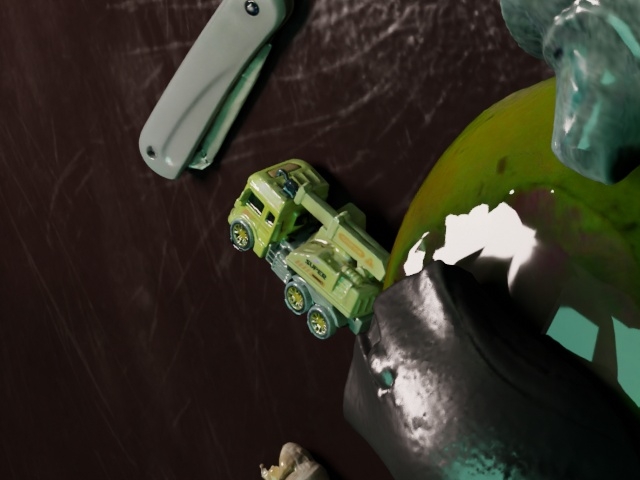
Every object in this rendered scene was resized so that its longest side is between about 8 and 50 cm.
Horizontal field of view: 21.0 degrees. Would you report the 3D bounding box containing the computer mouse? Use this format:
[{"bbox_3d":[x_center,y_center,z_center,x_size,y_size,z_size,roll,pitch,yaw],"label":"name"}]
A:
[{"bbox_3d":[0.098,0.123,1.117,0.264,0.088,0.147,46,122,39],"label":"computer mouse"}]

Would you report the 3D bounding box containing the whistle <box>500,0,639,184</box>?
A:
[{"bbox_3d":[0.239,-0.235,1.050,0.168,0.188,0.405,31,126,36],"label":"whistle"}]

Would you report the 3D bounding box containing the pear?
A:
[{"bbox_3d":[0.170,0.063,1.214,0.399,0.165,0.399,6,98,48],"label":"pear"}]

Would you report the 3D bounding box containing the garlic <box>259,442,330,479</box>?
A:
[{"bbox_3d":[-0.020,0.247,1.625,0.074,0.094,0.113,-17,87,9],"label":"garlic"}]

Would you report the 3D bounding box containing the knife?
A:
[{"bbox_3d":[-0.093,-0.147,1.570,0.073,0.040,0.265,45,135,10],"label":"knife"}]

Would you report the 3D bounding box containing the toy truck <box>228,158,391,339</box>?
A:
[{"bbox_3d":[0.000,0.000,1.497,0.169,0.077,0.100,48,138,25],"label":"toy truck"}]
